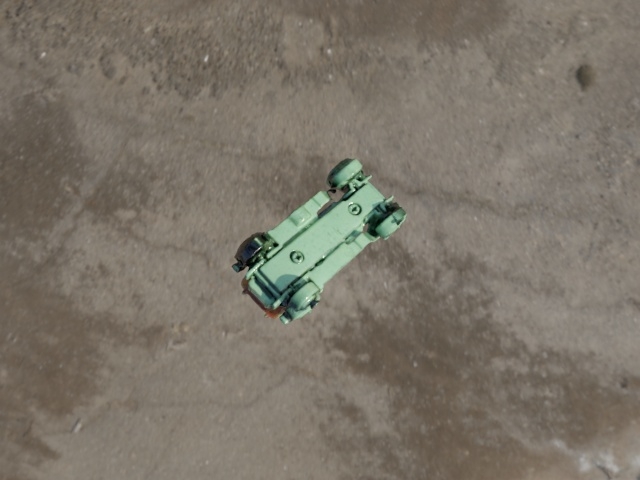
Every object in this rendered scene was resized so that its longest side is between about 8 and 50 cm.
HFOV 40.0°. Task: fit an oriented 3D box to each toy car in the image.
[{"bbox_3d":[0.000,0.000,0.689,0.073,0.143,0.054,44,153,7],"label":"toy car"}]
